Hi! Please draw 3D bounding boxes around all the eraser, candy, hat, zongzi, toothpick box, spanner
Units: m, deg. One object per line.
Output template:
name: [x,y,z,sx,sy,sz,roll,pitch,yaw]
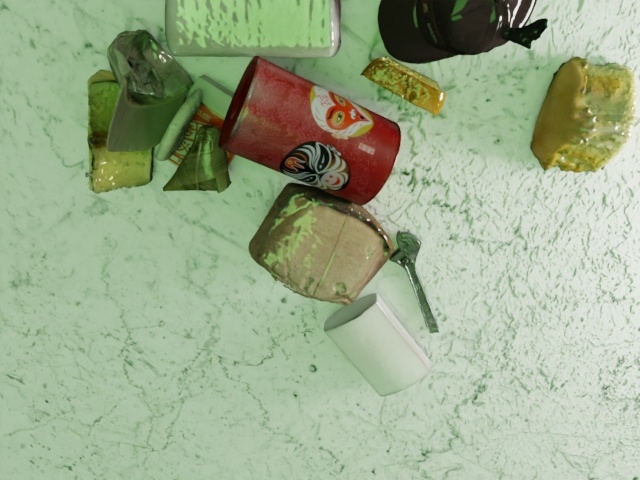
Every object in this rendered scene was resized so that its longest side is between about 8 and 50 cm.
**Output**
eraser: [-0.265,-0.255,1.328,0.157,0.038,0.230,31,116,-8]
candy: [-0.136,-0.479,1.140,0.359,0.145,0.208,3,117,5]
hat: [0.271,-0.447,1.070,0.336,0.209,0.238,-22,115,19]
eraser: [0.157,0.287,1.515,0.174,0.095,0.270,-32,108,21]
hat: [-0.414,-0.324,1.227,0.245,0.214,0.149,-45,79,23]
zongzi: [-0.304,-0.191,1.307,0.176,0.078,0.160,3,112,16]
toothpick box: [-0.023,-0.225,1.178,0.333,0.204,0.204,22,118,-20]
spanner: [0.254,0.114,1.456,0.093,0.026,0.325,-18,115,14]

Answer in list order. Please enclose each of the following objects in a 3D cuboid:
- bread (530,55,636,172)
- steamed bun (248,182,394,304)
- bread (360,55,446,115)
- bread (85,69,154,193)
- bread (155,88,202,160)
bread: [0.562,-0.244,1.175,0.174,0.133,0.251,9,117,1]
steamed bun: [0.000,0.000,1.344,0.301,0.199,0.251,28,100,-16]
bread: [0.180,-0.337,1.194,0.187,0.103,0.065,25,117,-4]
bread: [-0.478,-0.257,1.314,0.178,0.142,0.266,-8,121,-36]
bread: [-0.323,-0.244,1.257,0.036,0.112,0.193,31,117,-11]
